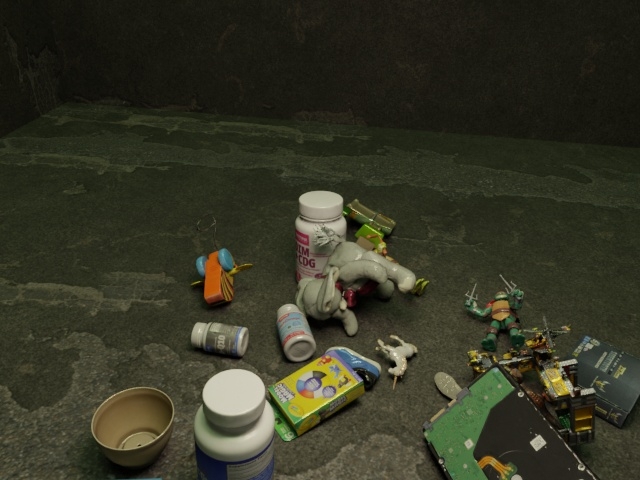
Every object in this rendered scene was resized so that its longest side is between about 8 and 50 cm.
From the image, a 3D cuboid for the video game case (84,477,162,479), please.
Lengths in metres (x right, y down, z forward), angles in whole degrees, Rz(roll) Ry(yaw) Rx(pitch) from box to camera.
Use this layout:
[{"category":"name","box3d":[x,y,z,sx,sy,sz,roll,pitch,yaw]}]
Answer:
[{"category":"video game case","box3d":[-0.399,0.515,1.018,0.166,0.015,0.119,0,31,-5]}]

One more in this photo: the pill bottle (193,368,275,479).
[{"category":"pill bottle","box3d":[-0.163,0.384,1.011,0.152,0.272,0.152,2,30,-1]}]

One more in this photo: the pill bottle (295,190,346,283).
[{"category":"pill bottle","box3d":[0.000,0.000,1.655,0.160,0.283,0.160,0,26,0]}]

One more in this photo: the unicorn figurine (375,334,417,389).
[{"category":"unicorn figurine","box3d":[0.201,0.301,1.394,0.111,0.060,0.162,28,39,36]}]

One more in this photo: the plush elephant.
[{"category":"plush elephant","box3d":[0.064,0.141,1.499,0.330,0.255,0.272,34,-15,-9]}]

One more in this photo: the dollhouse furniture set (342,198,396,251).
[{"category":"dollhouse furniture set","box3d":[0.142,-0.028,1.945,0.197,0.151,0.301,32,18,7]}]

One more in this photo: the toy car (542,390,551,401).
[{"category":"toy car","box3d":[0.569,0.395,1.281,0.040,0.060,0.122,-25,20,15]}]

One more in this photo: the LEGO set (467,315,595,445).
[{"category":"LEGO set","box3d":[0.472,0.318,1.208,0.254,0.192,0.331,-9,32,13]}]

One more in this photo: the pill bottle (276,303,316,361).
[{"category":"pill bottle","box3d":[-0.072,0.245,1.435,0.087,0.087,0.160,-6,31,-15]}]

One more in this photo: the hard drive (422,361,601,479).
[{"category":"hard drive","box3d":[0.368,0.437,1.044,0.237,0.064,0.339,-44,35,8]}]

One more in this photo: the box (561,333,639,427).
[{"category":"box","box3d":[0.722,0.350,1.362,0.183,0.059,0.232,29,39,34]}]

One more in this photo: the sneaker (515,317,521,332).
[{"category":"sneaker","box3d":[0.574,0.235,1.565,0.031,0.035,0.083,-1,31,-9]}]

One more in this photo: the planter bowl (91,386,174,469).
[{"category":"planter bowl","box3d":[-0.385,0.406,1.111,0.162,0.109,0.162,2,30,-1]}]

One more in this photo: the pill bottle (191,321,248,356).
[{"category":"pill bottle","box3d":[-0.266,0.259,1.403,0.137,0.078,0.078,7,31,7]}]

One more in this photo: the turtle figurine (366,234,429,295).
[{"category":"turtle figurine","box3d":[0.228,0.086,1.671,0.217,0.269,0.087,40,85,28]}]

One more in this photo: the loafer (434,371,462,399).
[{"category":"loafer","box3d":[0.332,0.377,1.310,0.045,0.039,0.125,-43,41,-8]}]

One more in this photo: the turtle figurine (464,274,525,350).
[{"category":"turtle figurine","box3d":[0.516,0.203,1.520,0.118,0.175,0.234,40,37,-23]}]

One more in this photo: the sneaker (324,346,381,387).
[{"category":"sneaker","box3d":[0.072,0.325,1.343,0.152,0.058,0.084,20,25,15]}]

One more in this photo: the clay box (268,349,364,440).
[{"category":"clay box","box3d":[-0.022,0.362,1.248,0.222,0.053,0.127,-26,39,-24]}]

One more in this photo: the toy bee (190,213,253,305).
[{"category":"toy bee","box3d":[-0.297,0.083,1.647,0.195,0.162,0.298,-2,59,22]}]
